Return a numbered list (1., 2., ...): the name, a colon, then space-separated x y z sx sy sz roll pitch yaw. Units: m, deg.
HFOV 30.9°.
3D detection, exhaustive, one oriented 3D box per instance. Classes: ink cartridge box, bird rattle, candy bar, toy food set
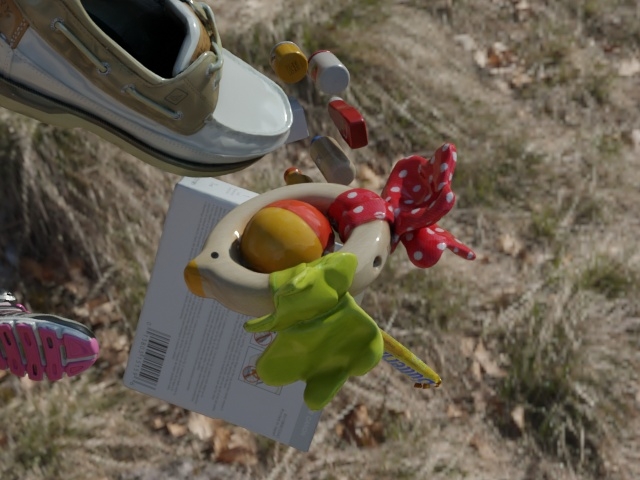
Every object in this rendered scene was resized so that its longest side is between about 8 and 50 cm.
1. ink cartridge box: -0.084 0.085 1.342 0.239 0.275 0.060 20 23 3
2. bird rattle: 0.000 0.000 0.979 0.207 0.143 0.253 14 52 30
3. candy bar: 0.076 0.122 1.268 0.040 0.161 0.018 -10 51 43
4. toy food set: -0.012 -0.150 1.426 0.111 0.232 0.104 -19 33 -8

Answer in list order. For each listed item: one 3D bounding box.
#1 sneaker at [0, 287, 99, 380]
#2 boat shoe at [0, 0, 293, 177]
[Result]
1. sneaker: -0.274 0.078 1.030 0.170 0.063 0.075 2 30 11
2. boat shoe: -0.120 -0.128 0.865 0.103 0.302 0.113 -36 61 33
